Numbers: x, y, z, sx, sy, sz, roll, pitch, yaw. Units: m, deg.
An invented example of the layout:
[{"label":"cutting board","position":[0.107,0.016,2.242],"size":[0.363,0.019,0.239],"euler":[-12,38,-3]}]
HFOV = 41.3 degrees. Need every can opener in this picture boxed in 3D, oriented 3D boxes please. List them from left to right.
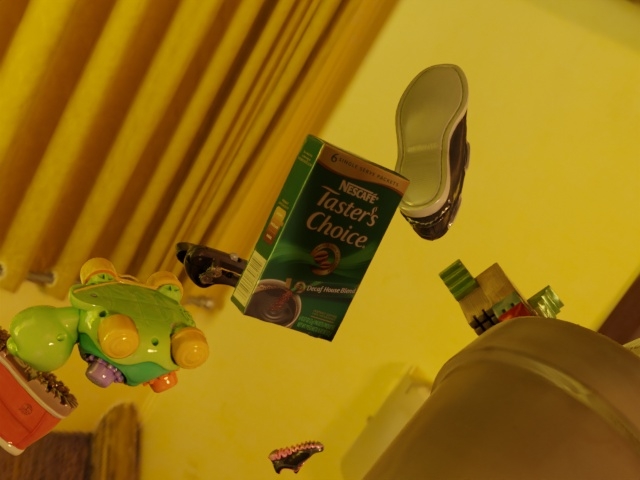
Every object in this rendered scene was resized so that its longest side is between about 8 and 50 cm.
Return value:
[{"label":"can opener","position":[-0.115,0.045,1.189],"size":[0.186,0.059,0.073],"euler":[22,-144,-33]}]

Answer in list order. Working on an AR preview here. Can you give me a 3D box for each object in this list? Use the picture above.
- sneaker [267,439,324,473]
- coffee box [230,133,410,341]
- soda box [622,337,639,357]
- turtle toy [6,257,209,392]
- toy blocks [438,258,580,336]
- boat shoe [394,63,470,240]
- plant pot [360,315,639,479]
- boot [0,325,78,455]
[{"label":"sneaker","position":[-0.046,0.450,1.753],"size":[0.047,0.119,0.057],"euler":[9,-115,-82]},{"label":"coffee box","position":[0.000,0.000,0.831],"size":[0.113,0.184,0.040],"euler":[22,-172,-32]},{"label":"soda box","position":[0.534,0.150,1.158],"size":[0.091,0.286,0.098],"euler":[56,-139,2]},{"label":"turtle toy","position":[-0.140,0.062,0.567],"size":[0.130,0.066,0.095],"euler":[13,-156,-31]},{"label":"toy blocks","position":[0.368,0.210,1.434],"size":[0.381,0.191,0.261],"euler":[50,-170,-14]},{"label":"boat shoe","position":[0.170,-0.138,1.284],"size":[0.114,0.302,0.091],"euler":[2,145,25]},{"label":"plant pot","position":[0.148,0.270,0.718],"size":[0.280,0.323,0.323],"euler":[-28,-127,-29]},{"label":"boot","position":[-0.321,0.135,0.821],"size":[0.158,0.084,0.059],"euler":[45,-179,0]}]
